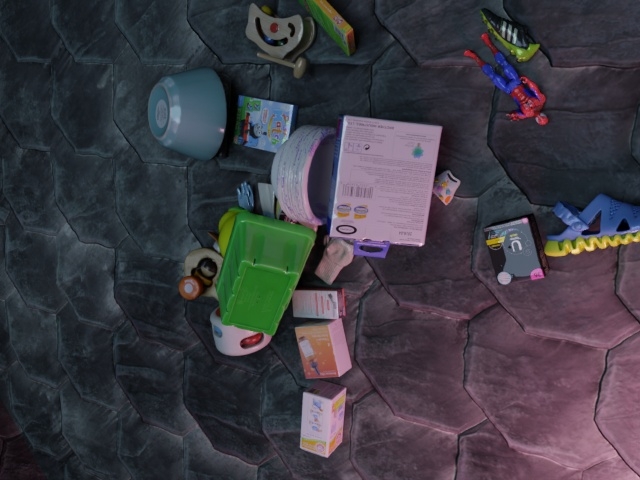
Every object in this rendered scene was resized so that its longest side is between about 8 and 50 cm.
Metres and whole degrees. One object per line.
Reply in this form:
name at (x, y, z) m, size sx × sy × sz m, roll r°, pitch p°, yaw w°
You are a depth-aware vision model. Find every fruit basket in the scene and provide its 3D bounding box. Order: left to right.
fruit basket at (-0.192, 0.051, 1.820) m, size 0.283 × 0.392 × 0.391 m, roll 14°, pitch 108°, yaw -11°

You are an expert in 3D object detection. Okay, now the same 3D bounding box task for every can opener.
can opener at (-0.351, -0.420, 1.981) m, size 0.095 × 0.076 × 0.283 m, roll 28°, pitch 115°, yaw 57°

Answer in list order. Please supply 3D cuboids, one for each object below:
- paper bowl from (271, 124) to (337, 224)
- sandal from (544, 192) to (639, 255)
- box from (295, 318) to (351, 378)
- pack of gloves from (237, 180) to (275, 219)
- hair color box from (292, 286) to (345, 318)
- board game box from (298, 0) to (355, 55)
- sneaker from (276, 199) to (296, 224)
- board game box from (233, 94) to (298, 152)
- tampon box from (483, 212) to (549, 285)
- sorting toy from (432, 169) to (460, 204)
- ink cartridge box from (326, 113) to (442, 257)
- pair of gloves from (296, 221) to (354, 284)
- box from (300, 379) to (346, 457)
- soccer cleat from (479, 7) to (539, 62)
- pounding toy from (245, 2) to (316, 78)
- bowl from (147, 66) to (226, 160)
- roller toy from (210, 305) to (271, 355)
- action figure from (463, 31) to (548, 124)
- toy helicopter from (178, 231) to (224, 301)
paper bowl at (-0.035, -0.193, 1.708) m, size 0.148 × 0.284 × 0.284 m, roll 11°, pitch 103°, yaw 27°
sandal at (0.696, -0.052, 1.428) m, size 0.318 × 0.126 × 0.138 m, roll -13°, pitch 88°, yaw 28°
box at (0.009, 0.344, 1.883) m, size 0.130 × 0.091 × 0.170 m, roll -12°, pitch 92°, yaw 30°
pack of gloves at (-0.204, -0.082, 1.965) m, size 0.195 × 0.046 × 0.231 m, roll 12°, pitch 106°, yaw 44°
hair color box at (-0.007, 0.200, 1.890) m, size 0.167 × 0.053 × 0.093 m, roll 0°, pitch 97°, yaw 30°
board game box at (0.006, -0.658, 1.702) m, size 0.039 × 0.124 × 0.259 m, roll -42°, pitch 78°, yaw -1°
sneaker at (-0.100, -0.142, 1.869) m, size 0.208 × 0.082 × 0.094 m, roll -69°, pitch 24°, yaw 9°
board game box at (-0.179, -0.373, 1.898) m, size 0.212 × 0.039 × 0.160 m, roll 16°, pitch 105°, yaw 25°
tampon box at (0.515, 0.024, 1.546) m, size 0.121 × 0.101 × 0.160 m, roll -16°, pitch 91°, yaw 31°
sorting toy at (0.349, -0.156, 1.650) m, size 0.075 × 0.045 × 0.083 m, roll -45°, pitch 76°, yaw 7°
ink cartridge box at (0.162, -0.137, 1.628) m, size 0.270 × 0.151 × 0.395 m, roll 6°, pitch 101°, yaw -3°
pair of gloves at (0.000, 0.000, 1.860) m, size 0.240 × 0.042 × 0.204 m, roll 44°, pitch 116°, yaw 15°
box at (0.008, 0.576, 1.908) m, size 0.103 × 0.114 × 0.203 m, roll 10°, pitch 103°, yaw 26°
soccer cleat at (0.482, -0.536, 1.503) m, size 0.072 × 0.060 × 0.179 m, roll -43°, pitch 84°, yaw 18°
pounding toy at (-0.122, -0.622, 1.758) m, size 0.269 × 0.155 × 0.154 m, roll 43°, pitch 120°, yaw 16°
bowl at (-0.449, -0.414, 1.908) m, size 0.312 × 0.163 × 0.311 m, roll 7°, pitch 98°, yaw 51°
roller toy at (-0.262, 0.278, 1.953) m, size 0.210 × 0.191 × 0.146 m, roll -4°, pitch 108°, yaw 16°
action figure at (0.472, -0.400, 1.486) m, size 0.091 × 0.139 × 0.280 m, roll -44°, pitch 79°, yaw 28°
toy helicopter at (-0.304, 0.099, 2.017) m, size 0.355 × 0.140 × 0.234 m, roll 8°, pitch 93°, yaw 17°
